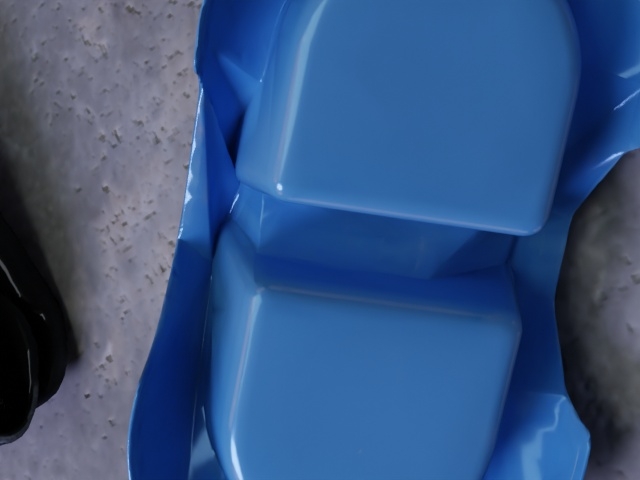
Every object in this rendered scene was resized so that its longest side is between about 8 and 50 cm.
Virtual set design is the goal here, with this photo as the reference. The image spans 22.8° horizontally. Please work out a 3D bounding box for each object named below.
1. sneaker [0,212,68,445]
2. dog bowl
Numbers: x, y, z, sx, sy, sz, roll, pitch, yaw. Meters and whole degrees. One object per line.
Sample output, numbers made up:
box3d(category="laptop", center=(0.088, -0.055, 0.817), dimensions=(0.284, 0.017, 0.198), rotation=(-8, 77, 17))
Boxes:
box3d(category="sneaker", center=(-0.272, 0.134, 0.839), dimensions=(0.258, 0.169, 0.447), rotation=(12, 99, 43))
box3d(category="dog bowl", center=(0.023, -0.003, 0.573), dimensions=(0.074, 0.166, 0.297), rotation=(-115, 35, -71))
